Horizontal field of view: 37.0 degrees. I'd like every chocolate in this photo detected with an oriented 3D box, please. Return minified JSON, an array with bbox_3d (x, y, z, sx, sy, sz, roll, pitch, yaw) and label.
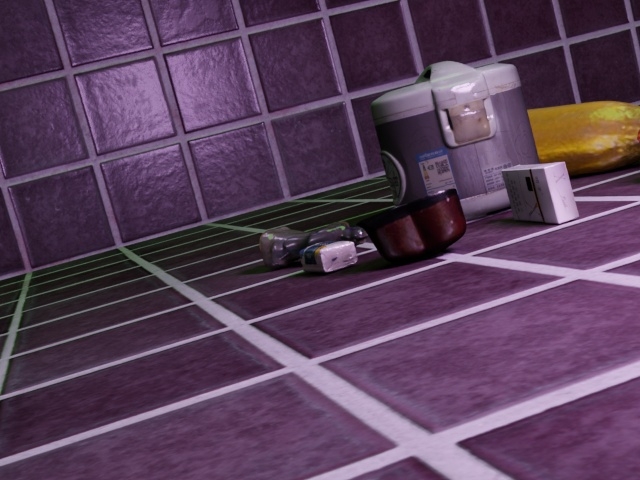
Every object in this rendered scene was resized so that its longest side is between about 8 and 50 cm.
[{"bbox_3d":[0.509,-0.186,1.844,0.162,0.162,0.446,-20,12,-39],"label":"chocolate"},{"bbox_3d":[0.136,-0.011,1.361,0.149,0.080,0.125,-21,-6,8],"label":"chocolate"}]

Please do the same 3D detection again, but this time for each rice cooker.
[{"bbox_3d":[0.239,-0.180,1.701,0.289,0.276,0.288,-15,8,2],"label":"rice cooker"}]

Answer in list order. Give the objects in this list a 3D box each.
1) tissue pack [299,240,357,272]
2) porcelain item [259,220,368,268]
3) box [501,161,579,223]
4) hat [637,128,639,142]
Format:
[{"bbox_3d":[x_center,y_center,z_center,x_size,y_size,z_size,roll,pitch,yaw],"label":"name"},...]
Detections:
[{"bbox_3d":[0.012,0.024,1.471,0.062,0.042,0.083,-15,6,-23],"label":"tissue pack"},{"bbox_3d":[0.000,0.000,1.590,0.216,0.069,0.081,-10,3,42],"label":"porcelain item"},{"bbox_3d":[0.322,-0.070,1.412,0.040,0.083,0.154,-15,6,-10],"label":"box"},{"bbox_3d":[0.584,-0.152,1.534,0.112,0.093,0.162,23,22,34],"label":"hat"}]
